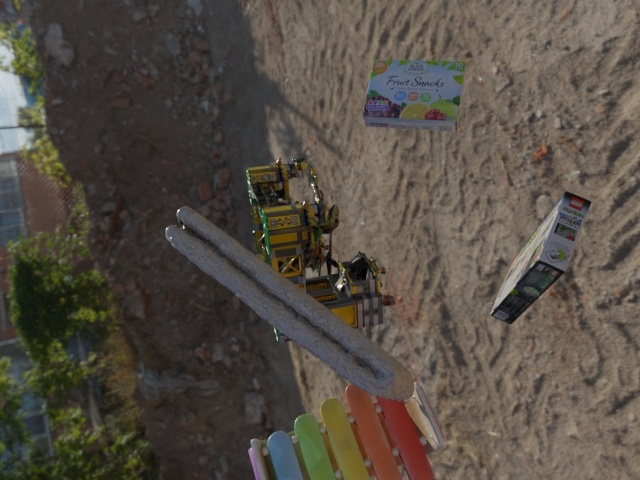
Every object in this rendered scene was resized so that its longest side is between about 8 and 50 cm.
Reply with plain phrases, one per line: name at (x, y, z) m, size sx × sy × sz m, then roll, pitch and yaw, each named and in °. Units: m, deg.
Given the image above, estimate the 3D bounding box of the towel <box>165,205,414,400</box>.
towel at (-0.028, 0.074, 0.568) m, size 0.282 × 0.049 × 0.187 m, roll 34°, pitch 174°, yaw 21°

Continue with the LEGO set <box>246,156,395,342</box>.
LEGO set at (0.000, 0.000, 0.860) m, size 0.331 × 0.192 × 0.255 m, roll -131°, pitch 34°, yaw -71°

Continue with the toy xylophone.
toy xylophone at (0.056, 0.369, 0.895) m, size 0.236 × 0.322 × 0.081 m, roll 60°, pitch 162°, yaw 23°

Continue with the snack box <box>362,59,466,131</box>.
snack box at (0.142, -0.220, 0.818) m, size 0.037 × 0.141 × 0.100 m, roll 49°, pitch -130°, yaw -67°

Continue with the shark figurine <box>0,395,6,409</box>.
shark figurine at (-0.446, 0.270, 0.559) m, size 0.166 × 0.116 × 0.278 m, roll 64°, pitch -143°, yaw -48°

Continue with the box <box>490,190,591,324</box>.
box at (0.302, 0.033, 0.759) m, size 0.036 × 0.114 × 0.207 m, roll 26°, pitch 157°, yaw 12°
